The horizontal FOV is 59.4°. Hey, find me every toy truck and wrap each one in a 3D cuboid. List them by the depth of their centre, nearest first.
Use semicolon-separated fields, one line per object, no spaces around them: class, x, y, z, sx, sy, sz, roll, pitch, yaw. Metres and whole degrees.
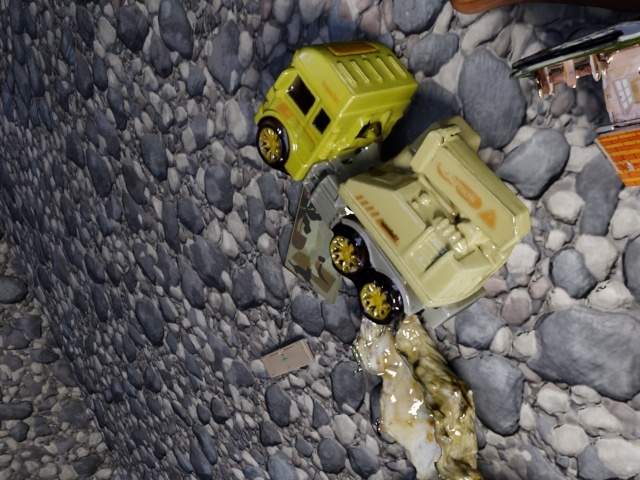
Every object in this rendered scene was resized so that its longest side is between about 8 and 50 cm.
toy truck;0.091;-0.090;0.757;0.405;0.181;0.254;56;138;16

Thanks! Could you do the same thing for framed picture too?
framed picture;0.000;0.000;1.010;0.136;0.010;0.200;38;129;33

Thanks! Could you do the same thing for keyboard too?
keyboard;-0.069;0.243;1.165;0.166;0.017;0.055;-33;84;47

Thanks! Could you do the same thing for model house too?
model house;0.336;-0.124;0.468;0.294;0.207;0.153;-7;102;48

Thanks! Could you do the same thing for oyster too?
oyster;0.140;0.228;0.852;0.198;0.133;0.336;-46;63;57

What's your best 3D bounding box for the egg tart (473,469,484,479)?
egg tart;0.199;0.429;0.858;0.074;0.191;0.191;33;137;-13

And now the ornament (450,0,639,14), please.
ornament;0.239;-0.311;0.504;0.218;0.221;0.235;30;136;33
